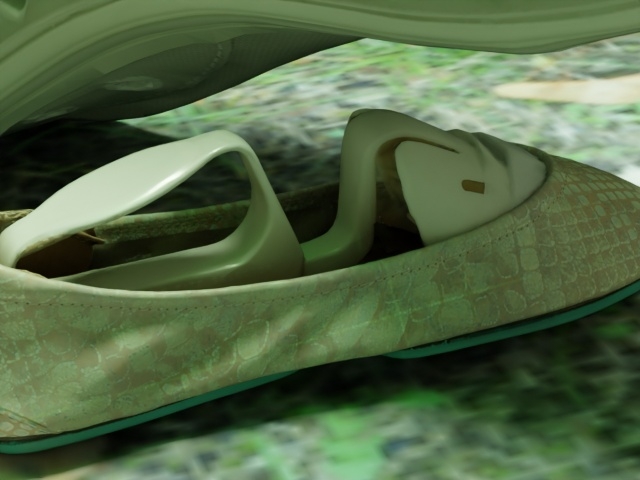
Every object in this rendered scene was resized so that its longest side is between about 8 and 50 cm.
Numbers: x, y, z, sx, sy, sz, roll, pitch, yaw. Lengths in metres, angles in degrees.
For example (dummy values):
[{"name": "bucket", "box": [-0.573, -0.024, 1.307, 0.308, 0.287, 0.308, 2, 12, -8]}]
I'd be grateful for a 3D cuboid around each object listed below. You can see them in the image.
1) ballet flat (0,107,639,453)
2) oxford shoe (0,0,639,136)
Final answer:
[{"name": "ballet flat", "box": [0.000, 0.000, 0.405, 0.168, 0.052, 0.057, -15, 26, -19]}, {"name": "oxford shoe", "box": [0.001, -0.112, 0.425, 0.449, 0.169, 0.130, -14, 4, 45]}]
